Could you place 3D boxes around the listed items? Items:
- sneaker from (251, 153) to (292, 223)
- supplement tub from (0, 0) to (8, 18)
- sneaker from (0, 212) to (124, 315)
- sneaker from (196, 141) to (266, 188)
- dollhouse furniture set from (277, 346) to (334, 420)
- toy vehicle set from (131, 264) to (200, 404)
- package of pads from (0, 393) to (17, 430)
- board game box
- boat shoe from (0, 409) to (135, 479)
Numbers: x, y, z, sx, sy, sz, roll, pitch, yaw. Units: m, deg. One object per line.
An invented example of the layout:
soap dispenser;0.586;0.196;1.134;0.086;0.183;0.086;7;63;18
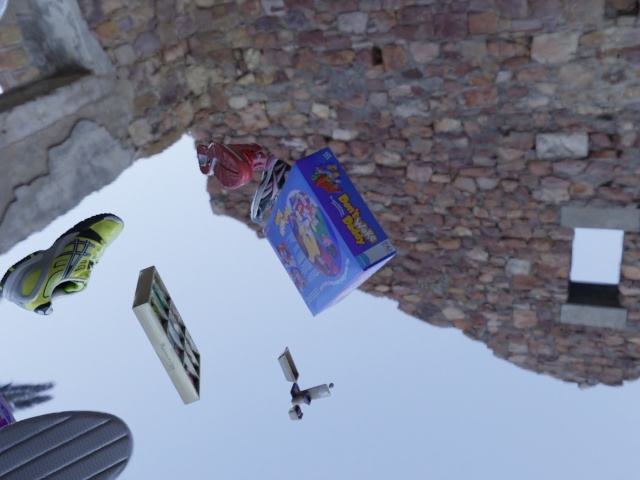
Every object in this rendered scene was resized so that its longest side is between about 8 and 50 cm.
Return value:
sneaker;-0.119;-0.125;1.491;0.077;0.178;0.072;19;174;-8
supplement tub;-0.892;-0.595;1.409;0.207;0.207;0.338;-32;-148;-32
sneaker;-0.664;0.065;1.604;0.147;0.145;0.384;38;-133;3
sneaker;-0.151;-0.163;1.163;0.128;0.087;0.221;-15;-154;-27
dollhouse furniture set;-0.029;0.255;1.096;0.081;0.114;0.091;-18;-168;14
toy vehicle set;-0.326;0.203;1.283;0.035;0.266;0.166;-20;-153;-2
package of pads;-0.568;0.315;1.040;0.032;0.083;0.050;-36;172;17
board game box;0.000;0.000;1.196;0.078;0.233;0.347;-27;170;-23
boat shoe;-0.382;0.297;0.695;0.335;0.119;0.121;-21;-108;-15
